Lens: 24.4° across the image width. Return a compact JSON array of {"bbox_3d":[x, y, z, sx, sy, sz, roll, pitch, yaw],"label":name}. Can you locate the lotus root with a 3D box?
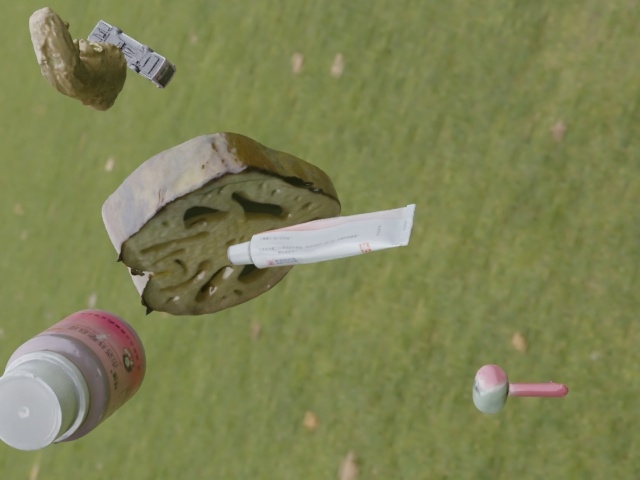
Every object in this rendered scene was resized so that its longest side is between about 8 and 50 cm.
[{"bbox_3d":[-0.151,-0.025,2.344,0.390,0.375,0.111,94,161,-55],"label":"lotus root"}]

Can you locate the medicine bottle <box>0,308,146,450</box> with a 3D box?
[{"bbox_3d":[-0.324,0.180,1.884,0.147,0.147,0.247,-67,-8,16],"label":"medicine bottle"}]

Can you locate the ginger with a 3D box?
[{"bbox_3d":[-0.225,-0.165,1.396,0.173,0.051,0.069,31,-113,-78],"label":"ginger"}]

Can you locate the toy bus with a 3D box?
[{"bbox_3d":[-0.240,-0.237,1.893,0.130,0.052,0.037,33,86,30],"label":"toy bus"}]

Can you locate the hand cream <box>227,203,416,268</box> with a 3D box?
[{"bbox_3d":[0.000,-0.002,1.598,0.216,0.038,0.052,-9,72,23],"label":"hand cream"}]

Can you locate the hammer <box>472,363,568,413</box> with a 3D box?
[{"bbox_3d":[0.175,0.131,1.295,0.052,0.083,0.031,87,-175,-57],"label":"hammer"}]
